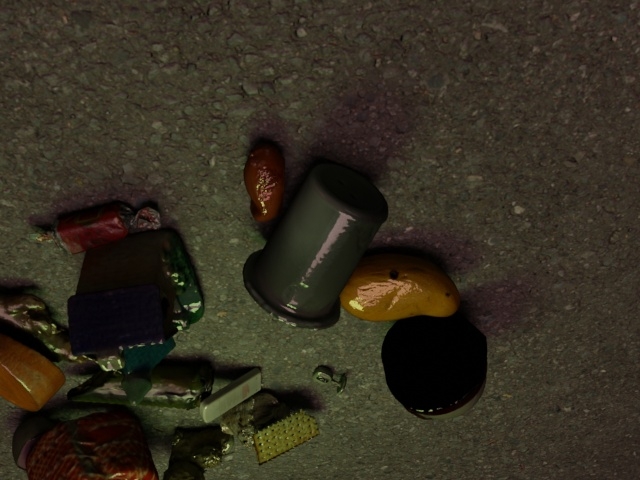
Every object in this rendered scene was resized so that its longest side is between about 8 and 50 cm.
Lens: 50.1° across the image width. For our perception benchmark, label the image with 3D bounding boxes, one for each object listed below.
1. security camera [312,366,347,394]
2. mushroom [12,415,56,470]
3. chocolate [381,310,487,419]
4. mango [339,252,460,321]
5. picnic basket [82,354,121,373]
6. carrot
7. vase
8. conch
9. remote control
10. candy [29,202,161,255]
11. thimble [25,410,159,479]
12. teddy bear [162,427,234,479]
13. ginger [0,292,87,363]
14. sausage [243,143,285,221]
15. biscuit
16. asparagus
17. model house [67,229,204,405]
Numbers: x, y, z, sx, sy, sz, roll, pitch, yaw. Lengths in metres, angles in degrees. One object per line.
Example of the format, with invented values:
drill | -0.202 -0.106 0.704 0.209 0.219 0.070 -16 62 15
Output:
security camera | 0.022 0.385 1.894 0.092 0.058 0.058 22 128 -13
mushroom | -0.815 0.570 1.960 0.141 0.117 0.188 -19 147 -49
chocolate | 0.305 0.319 1.729 0.283 0.284 0.186 -25 146 19
mango | 0.180 0.110 1.596 0.294 0.120 0.177 1 126 -7
picnic basket | -0.514 0.262 1.706 0.193 0.055 0.110 36 81 -33
carrot | -0.764 0.301 1.669 0.258 0.100 0.307 12 141 21
vase | 0.000 0.000 1.423 0.245 0.245 0.291 19 121 -21
conch | -0.192 0.516 1.964 0.245 0.163 0.178 -8 100 25
remote control | -0.241 0.419 1.848 0.190 0.029 0.087 -29 142 -30
candy | -0.482 -0.025 1.458 0.292 0.059 0.086 -14 132 8
thimble | -0.637 0.661 1.924 0.350 0.231 0.350 -21 142 -17
teddy bear | -0.383 0.680 2.004 0.156 0.256 0.267 33 123 -25
ginger | -0.698 0.205 1.651 0.166 0.080 0.333 -26 127 12
sausage | -0.111 -0.112 1.385 0.089 0.089 0.179 1 134 -5
biscuit | -0.095 0.542 1.915 0.203 0.016 0.144 -23 127 -21
asparagus | -0.475 0.381 1.811 0.381 0.108 0.128 5 134 -7
model house | -0.402 0.184 1.510 0.245 0.280 0.312 -7 135 2
